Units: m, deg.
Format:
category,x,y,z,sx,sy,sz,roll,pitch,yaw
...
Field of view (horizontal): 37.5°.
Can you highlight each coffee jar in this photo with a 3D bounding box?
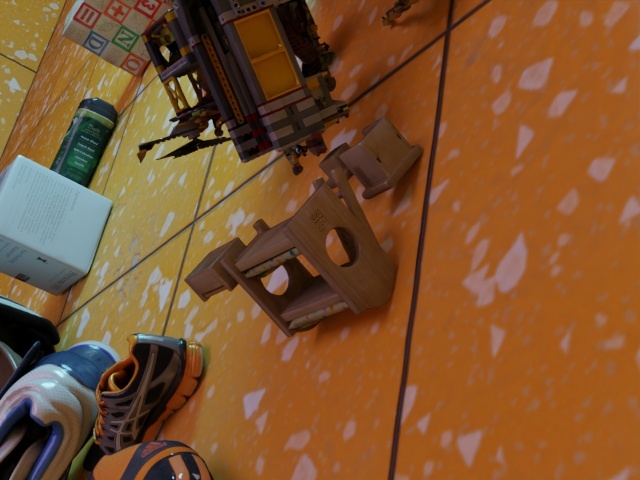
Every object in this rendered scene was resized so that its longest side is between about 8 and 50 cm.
category,x,y,z,sx,sy,sz,roll,pitch,yaw
coffee jar,-0.476,-0.196,1.899,0.096,0.079,0.185,1,67,65

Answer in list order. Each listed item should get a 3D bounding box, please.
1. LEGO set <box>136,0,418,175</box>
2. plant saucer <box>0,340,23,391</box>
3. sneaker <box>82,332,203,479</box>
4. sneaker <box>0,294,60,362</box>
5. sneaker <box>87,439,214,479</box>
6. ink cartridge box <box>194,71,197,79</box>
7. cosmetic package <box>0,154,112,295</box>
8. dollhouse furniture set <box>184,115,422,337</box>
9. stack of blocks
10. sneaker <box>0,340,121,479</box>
category,x,y,z,sx,sy,sz,roll,pitch,yaw
LEGO set,-0.030,-0.170,0.933,0.255,0.192,0.331,-28,10,-32
plant saucer,-0.469,0.277,1.360,0.277,0.041,0.278,-2,87,47
sneaker,-0.212,0.180,1.031,0.215,0.083,0.084,-56,28,19
sneaker,-0.558,0.195,1.580,0.169,0.257,0.447,-55,-15,-25
sneaker,-0.196,0.320,0.850,0.321,0.124,0.180,-49,22,4
ink cartridge box,-0.176,-0.287,1.472,0.115,0.029,0.063,12,77,64
cosmetic package,-0.486,-0.022,1.626,0.151,0.183,0.152,-28,41,51
dollhouse furniture set,0.000,0.000,0.833,0.161,0.101,0.182,-49,14,-34
stack of blocks,-0.352,-0.487,1.835,0.297,0.171,0.087,-49,29,26
sneaker,-0.368,0.266,1.108,0.323,0.130,0.236,-51,0,13
